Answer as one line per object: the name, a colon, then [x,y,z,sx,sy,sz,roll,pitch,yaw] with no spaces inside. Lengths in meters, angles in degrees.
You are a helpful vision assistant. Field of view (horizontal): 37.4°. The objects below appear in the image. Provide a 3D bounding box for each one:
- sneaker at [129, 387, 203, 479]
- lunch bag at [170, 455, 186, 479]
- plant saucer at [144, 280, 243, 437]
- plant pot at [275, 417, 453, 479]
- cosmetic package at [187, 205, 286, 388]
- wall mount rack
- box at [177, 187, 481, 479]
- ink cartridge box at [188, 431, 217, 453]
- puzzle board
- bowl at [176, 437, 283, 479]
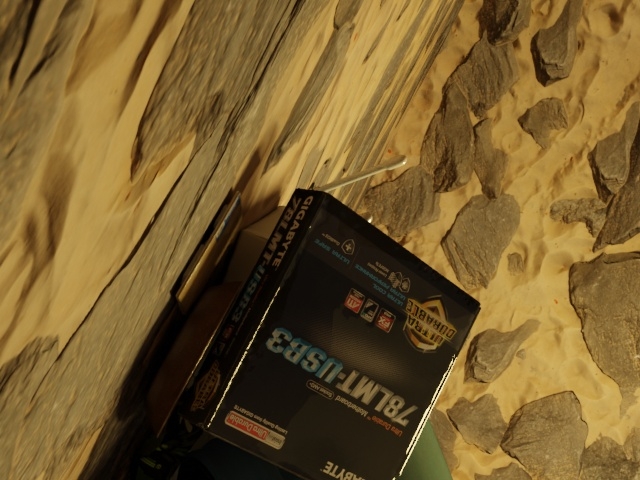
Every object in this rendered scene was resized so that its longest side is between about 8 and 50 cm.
sneaker: [-0.202,0.272,1.236,0.188,0.067,0.078,-61,-177,22]
lunch bag: [-0.253,0.465,1.564,0.303,0.115,0.243,112,5,-49]
plant saucer: [-0.149,0.125,1.065,0.198,0.036,0.198,-61,-179,3]
plant pot: [0.048,0.359,1.342,0.341,0.341,0.334,-46,121,-76]
cosmetic package: [-0.058,0.092,1.275,0.225,0.138,0.224,-42,154,-75]
wall mount rack: [0.000,0.000,1.522,0.304,0.130,0.350,-65,176,35]
box: [0.023,0.136,1.113,0.073,0.295,0.293,10,-111,55]
ink cartridge box: [-0.153,0.297,1.455,0.090,0.143,0.092,-62,176,-3]
puzzle board: [-0.119,0.014,1.005,0.128,0.011,0.096,-62,175,-16]
bowl: [-0.101,0.454,1.254,0.077,0.391,0.391,-11,148,-24]
